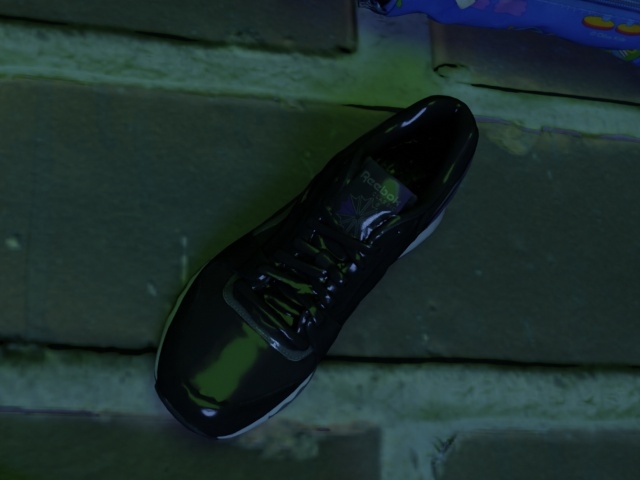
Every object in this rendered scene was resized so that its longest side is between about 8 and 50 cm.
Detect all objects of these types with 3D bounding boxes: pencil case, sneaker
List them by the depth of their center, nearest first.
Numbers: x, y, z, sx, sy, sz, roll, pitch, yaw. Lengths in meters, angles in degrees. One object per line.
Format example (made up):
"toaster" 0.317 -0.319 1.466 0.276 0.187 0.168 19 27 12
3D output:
"sneaker" 0.000 0.000 0.599 0.107 0.124 0.283 40 62 5
"pencil case" 0.190 -0.216 0.754 0.306 0.119 0.133 10 34 -11
